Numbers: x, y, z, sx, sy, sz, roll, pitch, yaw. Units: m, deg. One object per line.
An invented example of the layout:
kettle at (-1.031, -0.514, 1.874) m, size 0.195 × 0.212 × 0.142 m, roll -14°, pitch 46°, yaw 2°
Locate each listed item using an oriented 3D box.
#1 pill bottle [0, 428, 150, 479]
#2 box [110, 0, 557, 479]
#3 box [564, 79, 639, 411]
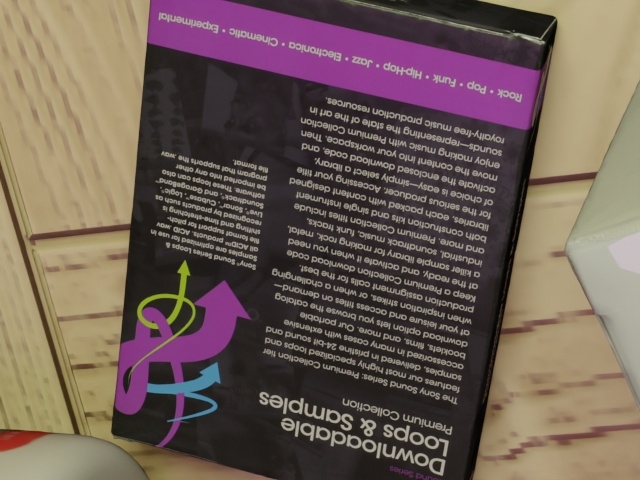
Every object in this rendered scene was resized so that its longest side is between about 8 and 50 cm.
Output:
pill bottle at (-0.202, 0.135, 0.626) m, size 0.283 × 0.161 × 0.161 m, roll 2°, pitch 113°, yaw 18°
box at (0.000, 0.000, 0.576) m, size 0.116 × 0.029 × 0.162 m, roll 14°, pitch 115°, yaw 13°
box at (0.136, 0.012, 0.456) m, size 0.091 × 0.170 × 0.130 m, roll -18°, pitch 107°, yaw 24°
